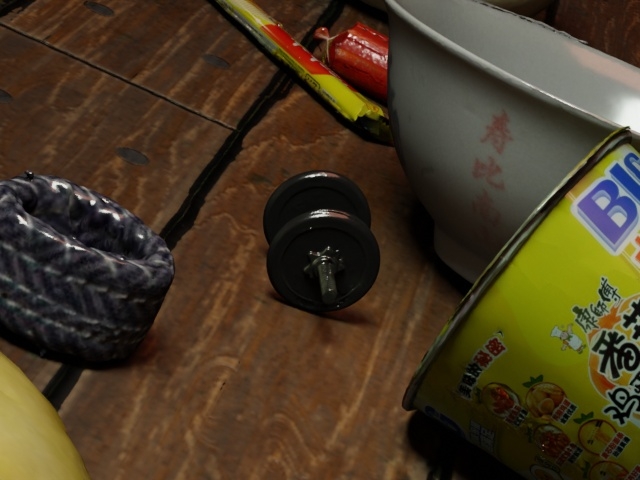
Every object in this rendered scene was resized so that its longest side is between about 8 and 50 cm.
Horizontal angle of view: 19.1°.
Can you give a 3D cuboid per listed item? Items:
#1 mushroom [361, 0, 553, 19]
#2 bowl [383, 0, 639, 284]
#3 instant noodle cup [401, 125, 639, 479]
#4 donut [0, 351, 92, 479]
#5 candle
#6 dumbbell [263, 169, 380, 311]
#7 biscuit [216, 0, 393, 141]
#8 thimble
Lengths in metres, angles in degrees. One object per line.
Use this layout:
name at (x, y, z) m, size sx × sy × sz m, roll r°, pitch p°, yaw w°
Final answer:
mushroom at (0.108, -0.349, 1.833) m, size 0.315 × 0.315 × 0.356 m, roll 21°, pitch 57°, yaw -8°
bowl at (0.171, -0.037, 1.281) m, size 0.345 × 0.157 × 0.345 m, roll 21°, pitch 14°, yaw -5°
instant noodle cup at (0.164, 0.059, 1.047) m, size 0.153 × 0.205 × 0.205 m, roll 38°, pitch 25°, yaw 10°
donut at (-0.265, 0.088, 0.538) m, size 0.448 × 0.198 × 0.449 m, roll 20°, pitch 22°, yaw -8°
candle at (0.050, -0.141, 1.557) m, size 0.130 × 0.052 × 0.052 m, roll 28°, pitch 22°, yaw 15°
dumbbell at (0.000, 0.000, 1.167) m, size 0.069 × 0.069 × 0.147 m, roll 18°, pitch 23°, yaw -14°
biscuit at (-0.031, -0.160, 1.553) m, size 0.048 × 0.026 × 0.292 m, roll 29°, pitch 12°, yaw -49°
thimble at (-0.134, 0.014, 1.007) m, size 0.104 × 0.066 × 0.095 m, roll 37°, pitch 23°, yaw 28°
